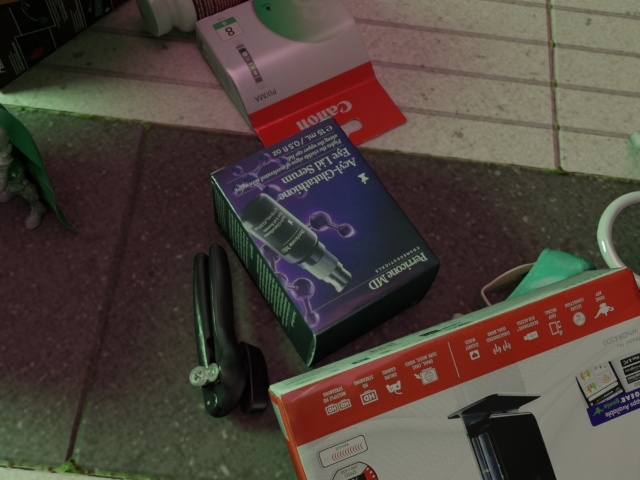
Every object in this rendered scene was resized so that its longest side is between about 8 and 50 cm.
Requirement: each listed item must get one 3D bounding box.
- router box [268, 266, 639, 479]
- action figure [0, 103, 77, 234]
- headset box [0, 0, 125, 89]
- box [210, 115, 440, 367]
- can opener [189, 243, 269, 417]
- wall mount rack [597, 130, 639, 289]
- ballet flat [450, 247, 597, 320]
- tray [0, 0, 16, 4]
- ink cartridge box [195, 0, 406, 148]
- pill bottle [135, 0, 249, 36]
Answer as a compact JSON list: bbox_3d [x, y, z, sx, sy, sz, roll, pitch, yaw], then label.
[{"bbox_3d":[0.161,0.216,0.645,0.336,0.082,0.301,-19,88,-13],"label":"router box"},{"bbox_3d":[-0.319,-0.091,0.718,0.137,0.232,0.063,37,68,13],"label":"action figure"},{"bbox_3d":[-0.365,-0.357,0.907,0.218,0.110,0.293,39,68,13],"label":"headset box"},{"bbox_3d":[0.000,0.000,0.771,0.153,0.108,0.207,-30,70,-18],"label":"box"},{"bbox_3d":[-0.106,0.092,0.756,0.059,0.073,0.186,-30,61,24],"label":"can opener"},{"bbox_3d":[0.460,0.003,0.806,0.350,0.130,0.304,14,68,2],"label":"wall mount rack"},{"bbox_3d":[0.188,0.093,0.769,0.247,0.083,0.087,-38,49,-20],"label":"ballet flat"},{"bbox_3d":[-0.379,-0.284,0.697,0.411,0.076,0.203,-26,52,-28],"label":"tray"},{"bbox_3d":[-0.023,-0.208,0.899,0.181,0.056,0.224,-27,68,-16],"label":"ink cartridge box"},{"bbox_3d":[-0.150,-0.315,0.918,0.152,0.086,0.086,-30,71,-18],"label":"pill bottle"}]
